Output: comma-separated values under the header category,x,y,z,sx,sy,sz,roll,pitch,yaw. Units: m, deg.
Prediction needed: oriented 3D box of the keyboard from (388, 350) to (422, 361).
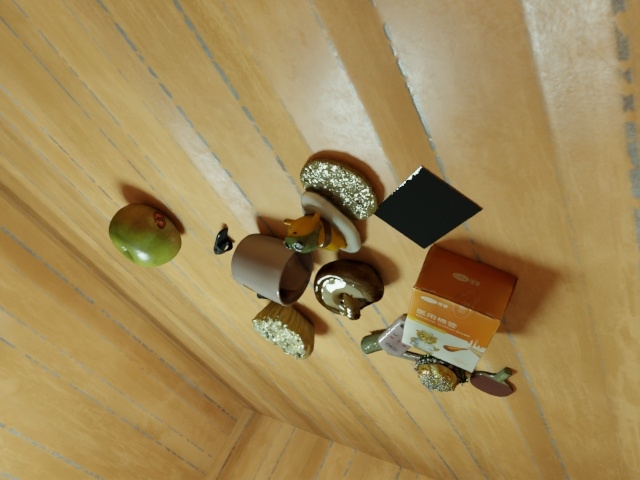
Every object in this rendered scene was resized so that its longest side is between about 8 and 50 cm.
category,x,y,z,sx,sy,sz,roll,pitch,yaw
keyboard,0.310,0.415,1.915,0.166,0.017,0.055,8,149,35

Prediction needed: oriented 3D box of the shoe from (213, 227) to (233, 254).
category,x,y,z,sx,sy,sz,roll,pitch,yaw
shoe,-0.333,0.015,1.838,0.053,0.062,0.159,38,148,12

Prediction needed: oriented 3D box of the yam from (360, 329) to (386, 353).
category,x,y,z,sx,sy,sz,roll,pitch,yaw
yam,0.213,0.352,1.856,0.068,0.068,0.169,40,142,-16

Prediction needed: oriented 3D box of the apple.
category,x,y,z,sx,sy,sz,roll,pitch,yaw
apple,-0.647,-0.014,1.949,0.261,0.194,0.261,29,152,17

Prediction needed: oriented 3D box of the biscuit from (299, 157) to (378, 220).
category,x,y,z,sx,sy,sz,roll,pitch,yaw
biscuit,0.045,-0.123,1.302,0.220,0.033,0.220,25,153,14

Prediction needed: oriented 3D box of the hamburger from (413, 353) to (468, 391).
category,x,y,z,sx,sy,sz,roll,pitch,yaw
hamburger,0.408,0.453,1.793,0.189,0.093,0.164,14,143,16

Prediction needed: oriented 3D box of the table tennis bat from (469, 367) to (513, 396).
category,x,y,z,sx,sy,sz,roll,pitch,yaw
table tennis bat,0.577,0.466,1.747,0.138,0.022,0.246,25,153,9

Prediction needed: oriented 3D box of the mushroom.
category,x,y,z,sx,sy,sz,roll,pitch,yaw
mushroom,0.085,0.130,1.575,0.231,0.138,0.194,-27,105,45

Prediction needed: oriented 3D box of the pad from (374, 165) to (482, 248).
category,x,y,z,sx,sy,sz,roll,pitch,yaw
pad,0.238,-0.069,1.233,0.170,0.006,0.245,33,151,-5

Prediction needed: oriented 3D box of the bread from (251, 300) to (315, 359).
category,x,y,z,sx,sy,sz,roll,pitch,yaw
bread,-0.132,0.354,2.096,0.274,0.149,0.274,29,155,15

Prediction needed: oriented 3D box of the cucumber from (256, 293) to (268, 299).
category,x,y,z,sx,sy,sz,roll,pitch,yaw
cucumber,-0.184,0.214,2.037,0.163,0.039,0.043,-1,160,46

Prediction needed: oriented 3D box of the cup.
category,x,y,z,sx,sy,sz,roll,pitch,yaw
cup,-0.142,0.085,1.676,0.200,0.191,0.253,19,-178,27

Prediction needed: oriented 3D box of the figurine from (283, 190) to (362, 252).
category,x,y,z,sx,sy,sz,roll,pitch,yaw
figurine,0.000,0.000,1.392,0.166,0.141,0.250,9,150,49

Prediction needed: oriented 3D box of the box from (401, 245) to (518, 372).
category,x,y,z,sx,sy,sz,roll,pitch,yaw
box,0.352,0.186,1.391,0.225,0.143,0.341,21,149,16

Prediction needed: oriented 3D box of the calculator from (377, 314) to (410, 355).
category,x,y,z,sx,sy,sz,roll,pitch,yaw
calculator,0.264,0.311,1.722,0.100,0.032,0.175,34,126,-5
